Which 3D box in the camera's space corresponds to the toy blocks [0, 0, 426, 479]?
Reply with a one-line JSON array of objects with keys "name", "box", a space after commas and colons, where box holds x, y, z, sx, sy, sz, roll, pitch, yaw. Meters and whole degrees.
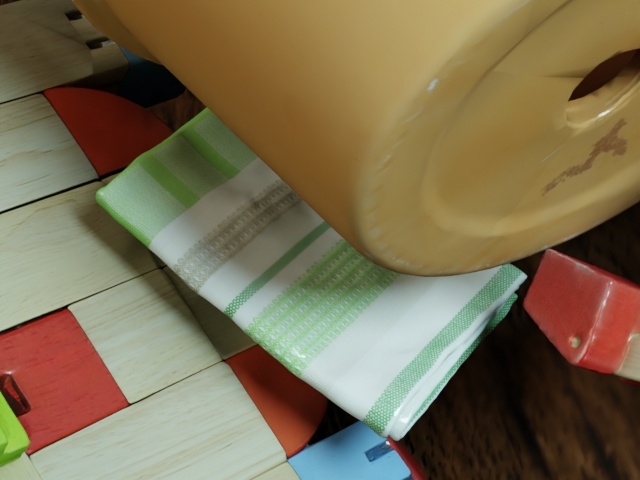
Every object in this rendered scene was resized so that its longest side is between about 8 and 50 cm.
[{"name": "toy blocks", "box": [-0.094, 0.040, 0.674, 0.381, 0.261, 0.191, 55, 141, 15]}]

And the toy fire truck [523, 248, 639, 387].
[{"name": "toy fire truck", "box": [0.161, 0.009, 0.516, 0.192, 0.047, 0.135, 36, 103, 55]}]

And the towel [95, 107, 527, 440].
[{"name": "towel", "box": [0.000, 0.000, 0.632, 0.113, 0.152, 0.023, -43, -11, -44]}]

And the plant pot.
[{"name": "plant pot", "box": [0.052, -0.126, 0.557, 0.291, 0.291, 0.203, -47, 60, 29]}]
